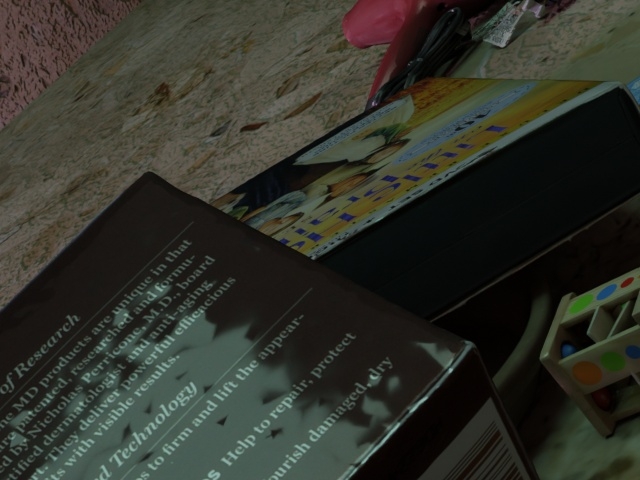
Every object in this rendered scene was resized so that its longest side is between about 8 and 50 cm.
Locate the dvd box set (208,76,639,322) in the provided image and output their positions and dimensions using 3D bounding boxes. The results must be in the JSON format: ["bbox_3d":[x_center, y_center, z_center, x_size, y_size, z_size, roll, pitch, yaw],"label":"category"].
[{"bbox_3d":[0.000,0.000,1.156,0.308,0.062,0.420,-31,10,-6],"label":"dvd box set"}]

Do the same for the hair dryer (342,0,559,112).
[{"bbox_3d":[0.075,-0.181,1.596,0.223,0.080,0.293,-40,16,-1],"label":"hair dryer"}]

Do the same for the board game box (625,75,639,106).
[{"bbox_3d":[0.205,-0.081,1.151,0.090,0.020,0.090,-35,17,19],"label":"board game box"}]

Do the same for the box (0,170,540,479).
[{"bbox_3d":[-0.034,0.110,0.780,0.203,0.168,0.167,26,65,43],"label":"box"}]

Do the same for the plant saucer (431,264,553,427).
[{"bbox_3d":[0.003,0.100,1.013,0.278,0.041,0.278,-28,16,9],"label":"plant saucer"}]

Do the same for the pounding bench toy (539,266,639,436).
[{"bbox_3d":[0.146,0.040,0.898,0.065,0.052,0.083,-28,19,35],"label":"pounding bench toy"}]
